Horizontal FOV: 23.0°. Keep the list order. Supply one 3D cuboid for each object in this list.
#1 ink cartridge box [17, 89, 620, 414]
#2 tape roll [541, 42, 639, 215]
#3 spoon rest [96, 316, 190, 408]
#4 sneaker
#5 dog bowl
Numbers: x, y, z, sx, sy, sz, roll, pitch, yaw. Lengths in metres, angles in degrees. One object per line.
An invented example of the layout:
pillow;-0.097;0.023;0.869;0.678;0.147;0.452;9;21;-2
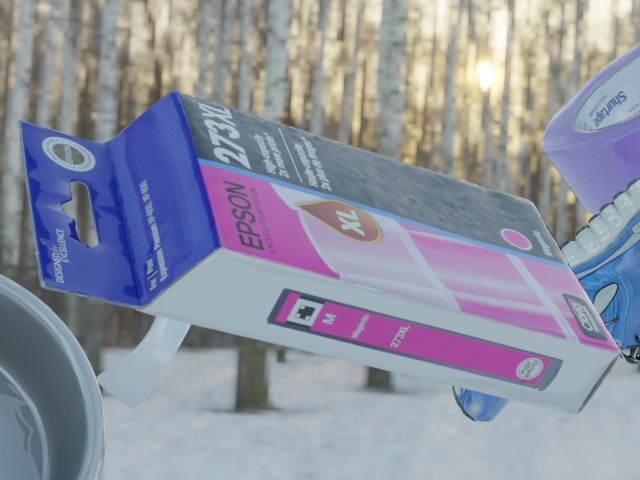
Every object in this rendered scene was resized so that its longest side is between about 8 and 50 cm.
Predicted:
ink cartridge box;0.000;0.000;0.989;0.371;0.069;0.175;13;32;-24
tape roll;0.381;-0.145;1.727;0.275;0.090;0.275;-34;16;11
spoon rest;-0.174;0.064;1.754;0.084;0.276;0.137;-34;-64;30
sneaker;0.262;0.074;1.487;0.330;0.147;0.130;-44;-15;21
dog bowl;-0.338;0.164;1.303;0.349;0.348;0.102;4;-32;-22
